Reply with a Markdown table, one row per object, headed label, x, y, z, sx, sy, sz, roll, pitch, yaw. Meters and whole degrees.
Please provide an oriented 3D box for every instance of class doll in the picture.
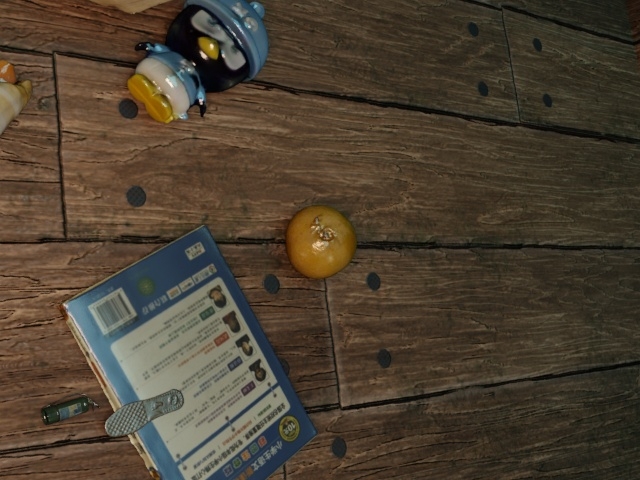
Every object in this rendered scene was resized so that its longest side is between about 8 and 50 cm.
| label | x | y | z | sx | sy | sz | roll | pitch | yaw |
| --- | --- | --- | --- | --- | --- | --- | --- | --- | --- |
| doll | -0.199 | -0.330 | 1.515 | 0.177 | 0.141 | 0.314 | 48 | 57 | -13 |

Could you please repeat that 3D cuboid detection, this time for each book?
| label | x | y | z | sx | sy | sz | roll | pitch | yaw |
| --- | --- | --- | --- | --- | --- | --- | --- | --- | --- |
| book | -0.201 | 0.222 | 1.424 | 0.300 | 0.039 | 0.428 | -32 | 99 | -39 |

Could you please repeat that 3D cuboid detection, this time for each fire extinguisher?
| label | x | y | z | sx | sy | sz | roll | pitch | yaw |
| --- | --- | --- | --- | --- | --- | --- | --- | --- | --- |
| fire extinguisher | -0.373 | 0.248 | 1.291 | 0.083 | 0.025 | 0.038 | -12 | 63 | -40 |

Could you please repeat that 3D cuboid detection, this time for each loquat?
| label | x | y | z | sx | sy | sz | roll | pitch | yaw |
| --- | --- | --- | --- | --- | --- | --- | --- | --- | --- |
| loquat | 0.000 | 0.000 | 1.589 | 0.141 | 0.141 | 0.141 | 12 | 71 | -36 |

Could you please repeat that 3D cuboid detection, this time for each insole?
| label | x | y | z | sx | sy | sz | roll | pitch | yaw |
| --- | --- | --- | --- | --- | --- | --- | --- | --- | --- |
| insole | -0.270 | 0.265 | 1.335 | 0.135 | 0.002 | 0.045 | -18 | 91 | -35 |

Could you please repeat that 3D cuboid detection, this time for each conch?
| label | x | y | z | sx | sy | sz | roll | pitch | yaw |
| --- | --- | --- | --- | --- | --- | --- | --- | --- | --- |
| conch | -0.522 | -0.177 | 1.249 | 0.158 | 0.127 | 0.255 | 39 | 28 | 7 |

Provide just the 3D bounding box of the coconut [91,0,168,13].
| label | x | y | z | sx | sy | sz | roll | pitch | yaw |
| --- | --- | --- | --- | --- | --- | --- | --- | --- | --- |
| coconut | -0.294 | -0.532 | 1.364 | 0.415 | 0.344 | 0.415 | 5 | 65 | -10 |
